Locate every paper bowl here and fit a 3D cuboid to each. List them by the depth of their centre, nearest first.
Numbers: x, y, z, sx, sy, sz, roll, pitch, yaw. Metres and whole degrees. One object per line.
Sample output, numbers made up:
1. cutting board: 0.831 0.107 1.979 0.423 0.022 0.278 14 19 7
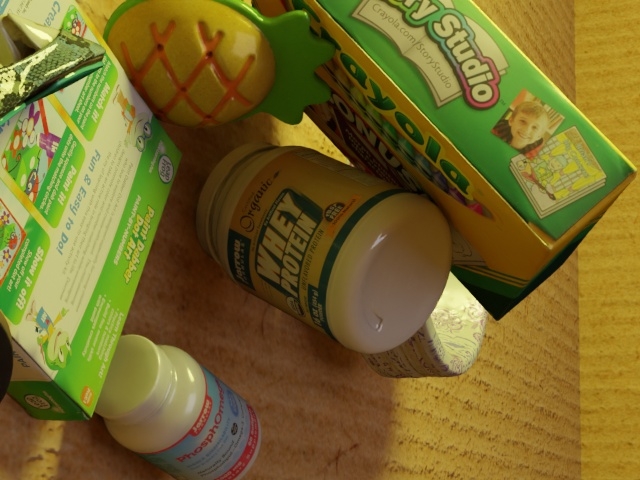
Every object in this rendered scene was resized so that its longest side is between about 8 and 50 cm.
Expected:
1. paper bowl: 0.086 0.014 1.362 0.284 0.148 0.284 -3 90 -66

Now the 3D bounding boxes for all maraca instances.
1. maraca: -0.082 -0.143 0.957 0.099 0.186 0.127 -83 179 -46

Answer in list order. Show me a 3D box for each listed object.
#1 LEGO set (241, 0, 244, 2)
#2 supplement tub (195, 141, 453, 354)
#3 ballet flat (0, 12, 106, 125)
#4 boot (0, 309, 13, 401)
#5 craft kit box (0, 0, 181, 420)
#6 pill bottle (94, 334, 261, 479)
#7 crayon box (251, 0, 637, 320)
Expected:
1. LEGO set: -0.038 -0.345 1.182 0.287 0.107 0.132 -65 144 -48
2. supplement tub: 0.000 0.000 1.058 0.144 0.200 0.144 -26 129 -38
3. ballet flat: -0.192 -0.103 0.720 0.188 0.070 0.070 -55 136 -60
4. boot: -0.234 0.004 0.631 0.305 0.112 0.115 91 -19 -54
5. craft kit box: -0.200 -0.043 0.831 0.246 0.061 0.250 57 37 -44
6. pill bottle: -0.117 0.136 0.950 0.160 0.087 0.087 50 42 -54
7. crayon box: 0.086 -0.116 1.060 0.363 0.106 0.313 48 -7 11
